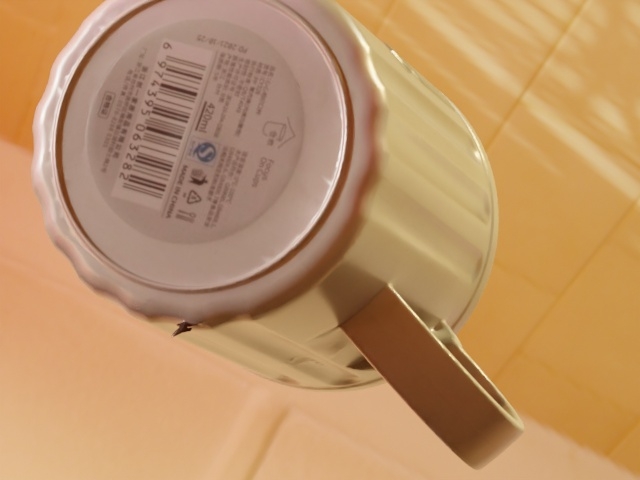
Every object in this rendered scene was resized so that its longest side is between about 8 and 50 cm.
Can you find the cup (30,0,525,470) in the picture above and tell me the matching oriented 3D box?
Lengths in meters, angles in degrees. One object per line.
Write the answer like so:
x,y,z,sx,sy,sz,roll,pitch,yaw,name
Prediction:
0.003,-0.015,0.723,0.221,0.202,0.167,20,-93,18,cup
